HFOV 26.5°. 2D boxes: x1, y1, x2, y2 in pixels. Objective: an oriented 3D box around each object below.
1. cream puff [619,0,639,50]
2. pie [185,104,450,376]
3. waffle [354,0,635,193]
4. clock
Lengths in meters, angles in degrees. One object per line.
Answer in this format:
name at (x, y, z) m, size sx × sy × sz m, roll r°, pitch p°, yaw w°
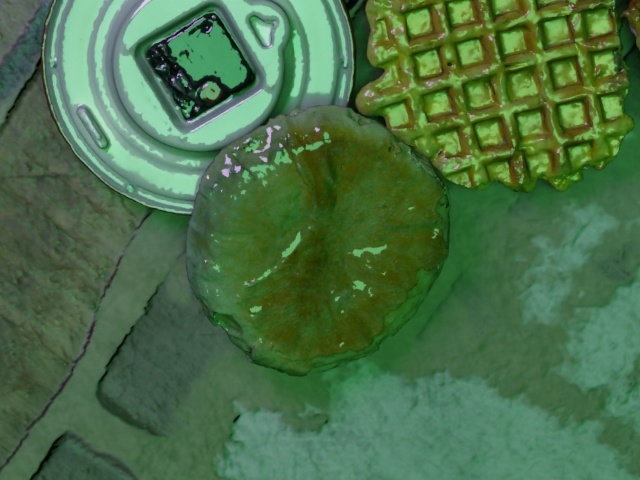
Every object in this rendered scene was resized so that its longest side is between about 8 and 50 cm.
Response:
cream puff at (0.416, -0.227, 1.357) m, size 0.269 × 0.155 × 0.241 m, roll 24°, pitch 95°, yaw -25°
pie at (0.000, 0.000, 1.401) m, size 0.307 × 0.071 × 0.306 m, roll -8°, pitch 120°, yaw -13°
waffle at (0.195, -0.202, 1.396) m, size 0.307 × 0.060 × 0.311 m, roll 19°, pitch 104°, yaw -8°
clock at (-0.121, -0.180, 1.372) m, size 0.319 × 0.080 × 0.318 m, roll -1°, pitch 103°, yaw -2°
